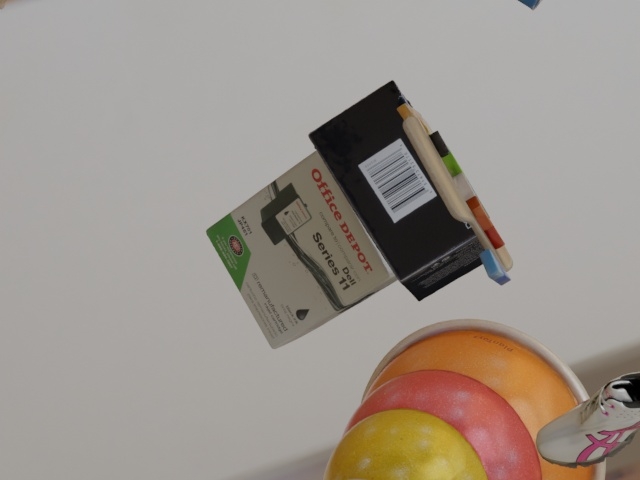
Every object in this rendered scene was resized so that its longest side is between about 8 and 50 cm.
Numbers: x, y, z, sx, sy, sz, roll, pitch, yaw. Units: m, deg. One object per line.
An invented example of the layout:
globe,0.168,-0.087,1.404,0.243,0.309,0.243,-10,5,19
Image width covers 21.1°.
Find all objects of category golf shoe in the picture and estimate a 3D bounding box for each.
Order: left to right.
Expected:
golf shoe,0.294,0.168,1.724,0.186,0.067,0.086,-24,129,22

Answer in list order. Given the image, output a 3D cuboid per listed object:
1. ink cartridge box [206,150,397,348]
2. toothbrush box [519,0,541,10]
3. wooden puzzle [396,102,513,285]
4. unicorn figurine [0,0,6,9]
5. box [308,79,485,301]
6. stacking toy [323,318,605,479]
ink cartridge box,0.000,0.000,1.767,0.087,0.153,0.208,-25,173,-45
toothbrush box,0.088,-0.324,1.223,0.216,0.296,0.126,-50,170,-50
wooden puzzle,0.069,-0.024,0.844,0.014,0.116,0.078,-32,155,10
unicorn figurine,-0.166,-0.203,1.141,0.162,0.111,0.060,11,167,37
box,0.077,-0.040,1.520,0.093,0.156,0.158,-32,168,4
stacking toy,0.109,0.299,2.075,0.351,0.350,0.480,-29,173,30
